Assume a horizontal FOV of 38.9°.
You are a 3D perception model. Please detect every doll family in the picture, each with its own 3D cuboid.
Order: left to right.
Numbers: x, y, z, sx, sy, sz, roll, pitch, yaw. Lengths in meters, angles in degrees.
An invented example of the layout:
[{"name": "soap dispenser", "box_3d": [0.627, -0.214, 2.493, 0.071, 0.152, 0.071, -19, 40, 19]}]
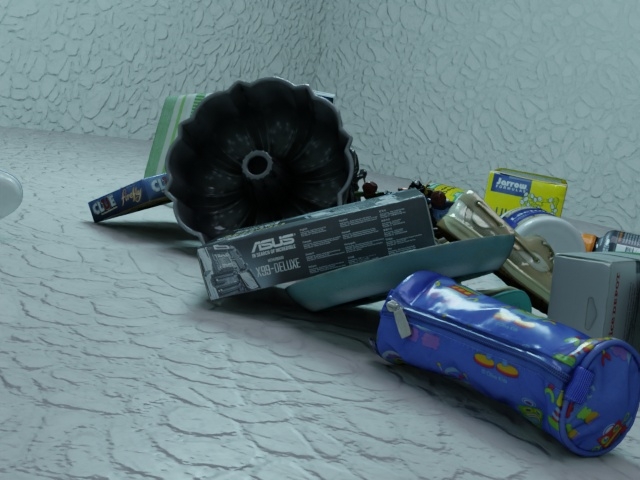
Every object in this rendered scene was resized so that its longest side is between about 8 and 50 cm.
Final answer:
[{"name": "doll family", "box_3d": [0.155, -0.067, 1.580, 0.192, 0.076, 0.111, -8, -23, 11]}]

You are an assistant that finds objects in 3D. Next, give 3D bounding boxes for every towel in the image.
[{"name": "towel", "box_3d": [-0.265, -0.210, 2.006, 0.324, 0.248, 0.038, 4, -13, 44]}]

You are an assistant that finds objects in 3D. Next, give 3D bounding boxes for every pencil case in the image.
[{"name": "pencil case", "box_3d": [0.187, 0.119, 0.973, 0.133, 0.119, 0.306, 24, -2, -41]}]

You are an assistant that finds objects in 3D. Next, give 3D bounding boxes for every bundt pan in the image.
[{"name": "bundt pan", "box_3d": [-0.094, -0.109, 1.568, 0.330, 0.331, 0.124, 13, -15, 15]}]

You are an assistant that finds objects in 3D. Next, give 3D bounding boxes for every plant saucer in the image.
[{"name": "plant saucer", "box_3d": [0.111, 0.050, 1.224, 0.317, 0.044, 0.317, -13, -7, -2]}]

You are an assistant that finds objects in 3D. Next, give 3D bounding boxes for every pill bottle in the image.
[{"name": "pill bottle", "box_3d": [0.346, -0.098, 2.548, 0.117, 0.118, 0.208, 3, 11, -38]}, {"name": "pill bottle", "box_3d": [0.431, 0.011, 1.844, 0.153, 0.153, 0.265, 10, 8, -1]}, {"name": "pill bottle", "box_3d": [0.667, 0.052, 1.919, 0.245, 0.131, 0.130, 14, 10, 21]}]

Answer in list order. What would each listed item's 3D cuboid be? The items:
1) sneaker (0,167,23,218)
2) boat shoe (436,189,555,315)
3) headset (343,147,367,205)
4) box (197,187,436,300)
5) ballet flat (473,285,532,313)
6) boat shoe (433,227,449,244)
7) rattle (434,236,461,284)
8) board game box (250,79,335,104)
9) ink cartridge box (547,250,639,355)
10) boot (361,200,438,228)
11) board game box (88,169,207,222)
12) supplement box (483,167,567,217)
[{"name": "sneaker", "box_3d": [-0.553, -0.043, 1.276, 0.282, 0.102, 0.161, -7, 20, -28]}, {"name": "boat shoe", "box_3d": [0.334, 0.031, 1.478, 0.302, 0.098, 0.109, 38, -5, 16]}, {"name": "headset", "box_3d": [-0.092, -0.083, 1.740, 0.394, 0.185, 0.243, 3, 3, 36]}, {"name": "box", "box_3d": [0.000, 0.000, 1.276, 0.307, 0.077, 0.242, -13, 4, 5]}, {"name": "ballet flat", "box_3d": [0.197, 0.106, 1.264, 0.248, 0.086, 0.086, 4, 11, -42]}, {"name": "boat shoe", "box_3d": [0.116, 0.022, 1.588, 0.324, 0.097, 0.116, 2, 11, -43]}, {"name": "rattle", "box_3d": [0.190, 0.001, 1.462, 0.130, 0.143, 0.200, 14, 42, -8]}, {"name": "board game box", "box_3d": [-0.079, -0.186, 2.011, 0.192, 0.305, 0.053, 7, 0, -22]}, {"name": "ink cartridge box", "box_3d": [0.404, 0.094, 1.276, 0.086, 0.153, 0.208, 10, 6, 40]}, {"name": "boot", "box_3d": [0.158, -0.011, 1.812, 0.207, 0.094, 0.246, -8, -35, 39]}, {"name": "board game box", "box_3d": [-0.285, -0.096, 1.686, 0.165, 0.042, 0.243, -17, 3, 39]}, {"name": "supplement box", "box_3d": [0.531, -0.077, 2.380, 0.194, 0.195, 0.356, 12, 8, 14]}]
